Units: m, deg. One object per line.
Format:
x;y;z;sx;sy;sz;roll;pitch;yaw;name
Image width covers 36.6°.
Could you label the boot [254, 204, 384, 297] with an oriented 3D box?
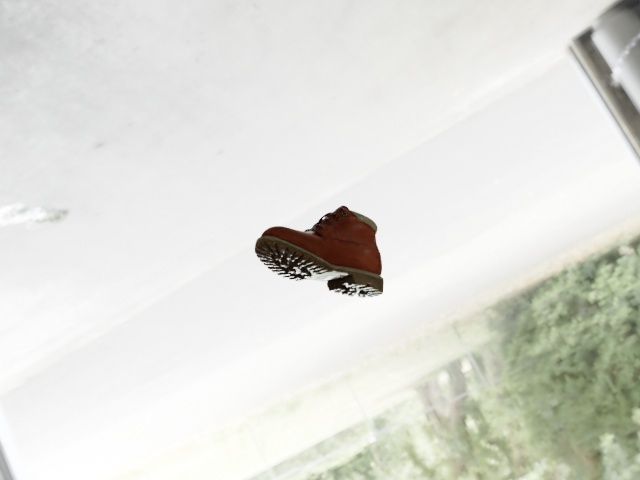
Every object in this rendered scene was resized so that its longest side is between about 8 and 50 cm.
0.000;0.000;0.963;0.158;0.085;0.059;19;158;-41;boot
